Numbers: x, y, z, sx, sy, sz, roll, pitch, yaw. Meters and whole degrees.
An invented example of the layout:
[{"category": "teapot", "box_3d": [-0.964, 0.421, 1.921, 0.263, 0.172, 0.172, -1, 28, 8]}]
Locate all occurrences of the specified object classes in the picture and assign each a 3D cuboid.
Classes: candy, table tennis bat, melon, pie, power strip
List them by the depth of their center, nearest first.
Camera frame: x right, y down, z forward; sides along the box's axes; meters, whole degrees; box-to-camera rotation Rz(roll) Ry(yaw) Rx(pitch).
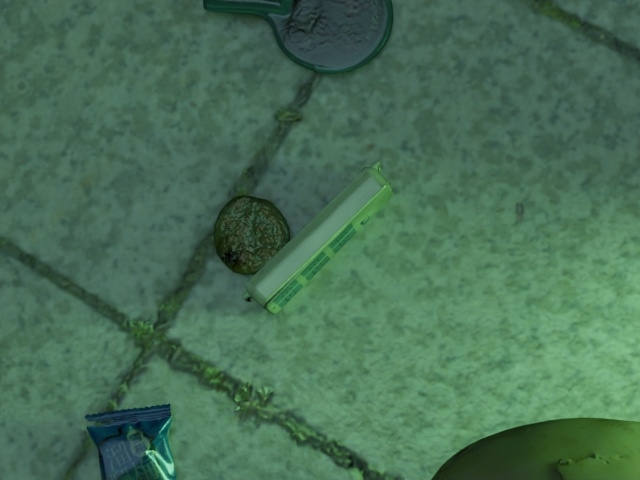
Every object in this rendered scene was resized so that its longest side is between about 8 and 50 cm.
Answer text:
[{"category": "melon", "box_3d": [0.235, 0.273, 1.416, 0.317, 0.223, 0.223, -5, 80, 3]}, {"category": "power strip", "box_3d": [0.000, 0.000, 1.566, 0.192, 0.081, 0.035, -44, 78, -2]}, {"category": "candy", "box_3d": [-0.186, 0.237, 1.579, 0.088, 0.038, 0.136, -7, 87, -7]}, {"category": "pie", "box_3d": [-0.072, -0.007, 1.610, 0.085, 0.017, 0.085, -1, 81, 9]}, {"category": "table tennis bat", "box_3d": [-0.024, -0.240, 1.636, 0.201, 0.033, 0.124, 10, 80, 5]}]
